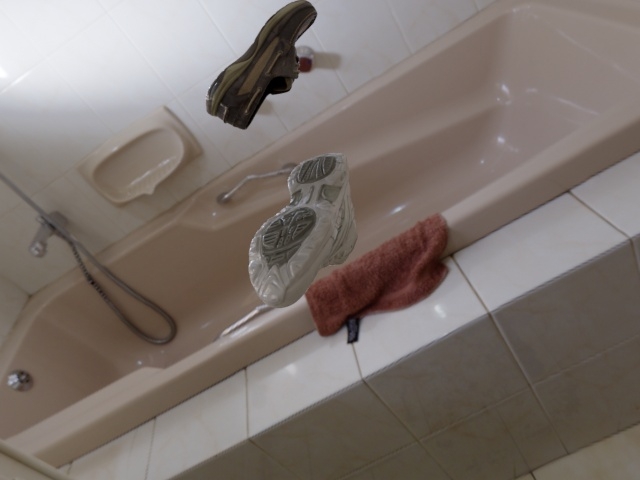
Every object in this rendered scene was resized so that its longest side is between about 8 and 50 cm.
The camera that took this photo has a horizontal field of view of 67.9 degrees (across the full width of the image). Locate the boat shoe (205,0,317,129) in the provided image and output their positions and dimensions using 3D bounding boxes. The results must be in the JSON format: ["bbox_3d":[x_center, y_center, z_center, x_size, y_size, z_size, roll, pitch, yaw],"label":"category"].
[{"bbox_3d":[-0.114,-0.398,1.107,0.355,0.130,0.132,-51,6,-8],"label":"boat shoe"}]

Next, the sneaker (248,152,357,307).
[{"bbox_3d":[0.000,0.000,0.543,0.091,0.115,0.232,-6,38,28],"label":"sneaker"}]
